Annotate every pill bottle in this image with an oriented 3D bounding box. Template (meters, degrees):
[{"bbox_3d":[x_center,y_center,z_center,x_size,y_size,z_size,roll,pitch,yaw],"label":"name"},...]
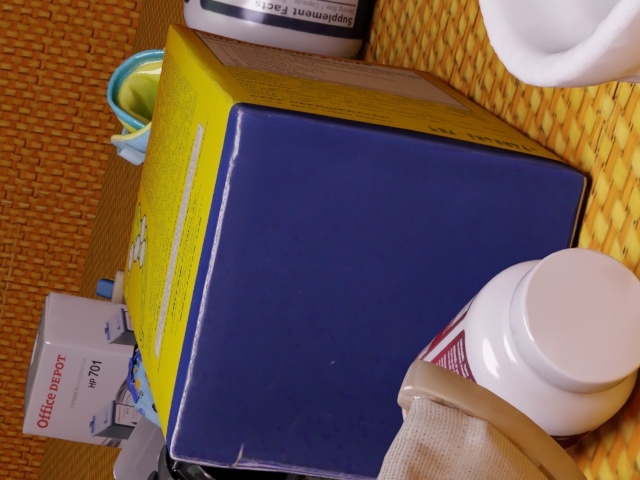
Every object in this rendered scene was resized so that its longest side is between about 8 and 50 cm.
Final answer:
[{"bbox_3d":[0.100,0.061,0.900,0.152,0.086,0.086,125,152,-63],"label":"pill bottle"},{"bbox_3d":[-0.029,-0.227,1.528,0.153,0.153,0.265,-129,50,-73],"label":"pill bottle"}]

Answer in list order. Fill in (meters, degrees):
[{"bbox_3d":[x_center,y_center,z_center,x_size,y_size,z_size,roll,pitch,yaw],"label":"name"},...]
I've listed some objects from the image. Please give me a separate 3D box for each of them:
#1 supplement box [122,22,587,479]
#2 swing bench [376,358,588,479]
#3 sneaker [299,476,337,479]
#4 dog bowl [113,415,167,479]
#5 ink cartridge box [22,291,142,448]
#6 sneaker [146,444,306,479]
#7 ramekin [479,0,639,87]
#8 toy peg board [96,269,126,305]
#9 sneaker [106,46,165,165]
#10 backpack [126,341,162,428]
[{"bbox_3d":[0.000,0.000,1.140,0.356,0.194,0.195,-126,47,-73],"label":"supplement box"},{"bbox_3d":[0.016,0.234,0.795,0.255,0.165,0.253,-49,11,42],"label":"swing bench"},{"bbox_3d":[-0.028,0.299,1.284,0.146,0.134,0.344,41,121,32],"label":"sneaker"},{"bbox_3d":[-0.156,0.269,1.610,0.349,0.102,0.349,-62,1,2],"label":"dog bowl"},{"bbox_3d":[-0.200,0.141,1.925,0.082,0.190,0.140,-95,19,-49],"label":"ink cartridge box"},{"bbox_3d":[-0.127,0.223,1.322,0.104,0.295,0.147,42,148,34],"label":"sneaker"},{"bbox_3d":[0.164,-0.182,0.685,0.277,0.135,0.277,-171,90,-78],"label":"ramekin"},{"bbox_3d":[-0.214,0.106,2.077,0.160,0.079,0.161,1,-79,-61],"label":"toy peg board"},{"bbox_3d":[-0.080,-0.051,1.461,0.319,0.208,0.127,122,171,-55],"label":"sneaker"},{"bbox_3d":[-0.054,0.075,1.399,0.117,0.158,0.173,-57,-1,-37],"label":"backpack"}]
